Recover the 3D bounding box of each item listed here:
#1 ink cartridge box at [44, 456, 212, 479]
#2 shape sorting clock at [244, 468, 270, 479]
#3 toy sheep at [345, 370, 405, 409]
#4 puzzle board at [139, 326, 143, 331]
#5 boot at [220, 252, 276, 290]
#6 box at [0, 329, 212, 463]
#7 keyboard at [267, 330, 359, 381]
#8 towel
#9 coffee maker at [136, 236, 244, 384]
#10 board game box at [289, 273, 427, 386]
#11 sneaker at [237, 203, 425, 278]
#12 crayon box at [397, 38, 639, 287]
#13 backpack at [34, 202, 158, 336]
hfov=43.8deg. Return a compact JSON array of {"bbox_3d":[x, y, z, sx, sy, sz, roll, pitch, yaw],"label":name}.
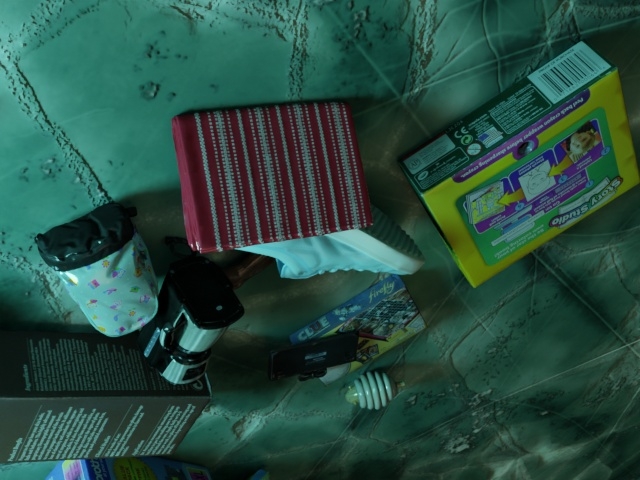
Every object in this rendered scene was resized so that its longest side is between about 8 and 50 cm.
[{"bbox_3d":[-0.366,0.550,1.522,0.395,0.270,0.151,26,112,-43],"label":"ink cartridge box"},{"bbox_3d":[-0.190,0.583,1.756,0.206,0.040,0.206,-41,177,-3],"label":"shape sorting clock"},{"bbox_3d":[0.117,0.319,1.702,0.132,0.091,0.091,-17,137,-5],"label":"toy sheep"},{"bbox_3d":[-0.252,0.121,1.356,0.128,0.011,0.096,-31,137,1],"label":"puzzle board"},{"bbox_3d":[-0.129,0.033,1.317,0.114,0.037,0.106,-34,152,10],"label":"boot"},{"bbox_3d":[-0.397,0.259,1.310,0.381,0.143,0.191,7,133,-35],"label":"box"},{"bbox_3d":[-0.014,0.226,1.519,0.180,0.023,0.108,-10,129,-19],"label":"keyboard"},{"bbox_3d":[-0.067,-0.095,1.137,0.275,0.198,0.031,-9,175,-22],"label":"towel"},{"bbox_3d":[-0.215,0.116,1.272,0.120,0.171,0.178,7,138,-28],"label":"coffee maker"},{"bbox_3d":[0.079,0.179,1.572,0.243,0.042,0.165,-30,139,2],"label":"board game box"},{"bbox_3d":[0.000,0.000,1.294,0.366,0.135,0.150,22,120,-29],"label":"sneaker"},{"bbox_3d":[0.356,-0.119,1.383,0.363,0.106,0.313,-33,140,5],"label":"crayon box"},{"bbox_3d":[-0.314,0.051,1.168,0.152,0.115,0.182,-21,132,-4],"label":"backpack"}]
